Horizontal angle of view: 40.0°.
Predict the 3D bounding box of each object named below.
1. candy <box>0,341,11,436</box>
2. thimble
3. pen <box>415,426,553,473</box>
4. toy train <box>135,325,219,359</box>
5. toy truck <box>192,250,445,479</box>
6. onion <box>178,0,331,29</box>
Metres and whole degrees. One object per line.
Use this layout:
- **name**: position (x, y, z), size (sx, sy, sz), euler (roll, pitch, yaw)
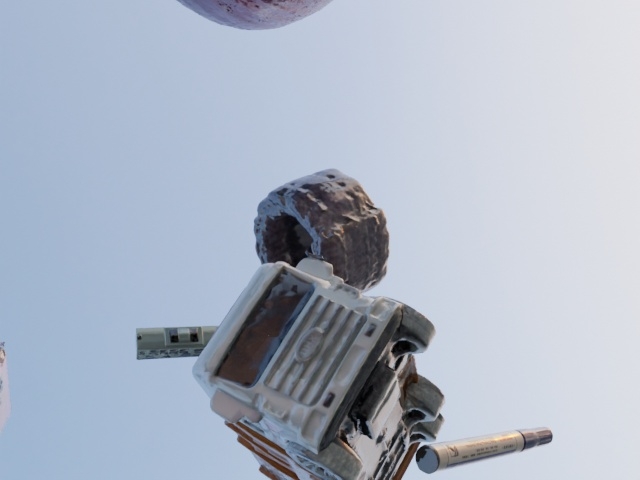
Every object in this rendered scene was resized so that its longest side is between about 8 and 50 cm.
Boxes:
- **candy**: position (-0.283, 0.152, 0.646), size (0.073, 0.160, 0.092), euler (9, -53, -7)
- **thimble**: position (-0.001, 0.002, 0.990), size (0.097, 0.150, 0.150), euler (-22, -61, -36)
- **pen**: position (0.158, 0.191, 0.812), size (0.204, 0.025, 0.025), euler (6, -78, -47)
- **toy train**: position (-0.189, 0.161, 1.403), size (0.207, 0.043, 0.047), euler (0, -40, -16)
- **toy truck**: position (-0.002, 0.171, 0.910), size (0.173, 0.206, 0.388), euler (-57, -23, -22)
- **onion**: position (-0.033, -0.394, 0.978), size (0.345, 0.358, 0.358), euler (37, -100, -17)
